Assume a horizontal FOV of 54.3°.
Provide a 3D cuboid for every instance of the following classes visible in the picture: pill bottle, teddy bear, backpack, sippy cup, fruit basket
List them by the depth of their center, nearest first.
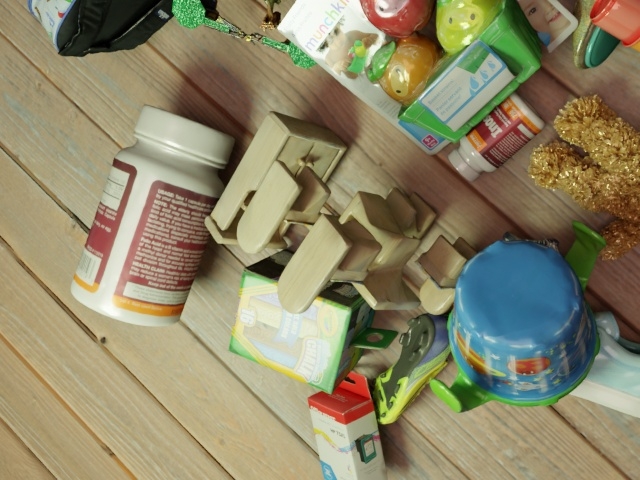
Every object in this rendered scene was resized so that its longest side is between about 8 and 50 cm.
[{"bbox_3d":[0.298,0.113,0.937,0.240,0.224,0.306,2,66,20],"label":"sippy cup"},{"bbox_3d":[0.152,-0.329,0.969,0.353,0.165,0.327,34,130,-17],"label":"fruit basket"},{"bbox_3d":[0.493,-0.085,0.972,0.338,0.113,0.245,49,117,6],"label":"teddy bear"},{"bbox_3d":[0.293,-0.172,1.049,0.086,0.086,0.152,49,115,6],"label":"pill bottle"},{"bbox_3d":[-0.431,-0.486,1.199,0.263,0.276,0.213,-44,79,32],"label":"backpack"},{"bbox_3d":[-0.322,-0.050,1.232,0.224,0.224,0.392,22,94,17],"label":"pill bottle"}]

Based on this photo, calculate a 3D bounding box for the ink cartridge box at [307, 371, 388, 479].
[{"bbox_3d":[0.050,0.381,1.256,0.134,0.078,0.231,1,105,57],"label":"ink cartridge box"}]

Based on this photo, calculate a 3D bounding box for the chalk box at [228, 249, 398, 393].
[{"bbox_3d":[0.000,0.158,1.200,0.288,0.180,0.179,20,109,19],"label":"chalk box"}]

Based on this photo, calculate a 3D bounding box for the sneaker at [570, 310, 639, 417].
[{"bbox_3d":[0.428,0.176,1.061,0.365,0.135,0.150,15,100,11],"label":"sneaker"}]

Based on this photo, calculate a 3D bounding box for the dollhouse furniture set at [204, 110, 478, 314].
[{"bbox_3d":[0.000,0.000,1.080,0.394,0.362,0.256,51,119,34],"label":"dollhouse furniture set"}]

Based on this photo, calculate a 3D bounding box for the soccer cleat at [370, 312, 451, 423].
[{"bbox_3d":[0.185,0.255,1.194,0.093,0.121,0.289,-114,37,-47],"label":"soccer cleat"}]

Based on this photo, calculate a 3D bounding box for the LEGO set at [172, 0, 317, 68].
[{"bbox_3d":[-0.089,-0.472,1.119,0.331,0.192,0.255,13,126,6],"label":"LEGO set"}]

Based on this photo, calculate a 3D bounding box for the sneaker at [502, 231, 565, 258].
[{"bbox_3d":[0.382,0.016,1.082,0.135,0.052,0.058,32,103,6],"label":"sneaker"}]

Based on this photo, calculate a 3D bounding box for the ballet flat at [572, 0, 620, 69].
[{"bbox_3d":[0.454,-0.428,0.918,0.123,0.123,0.349,33,113,13],"label":"ballet flat"}]

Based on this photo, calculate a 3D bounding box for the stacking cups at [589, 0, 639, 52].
[{"bbox_3d":[0.527,-0.261,0.861,0.316,0.096,0.096,26,113,-9],"label":"stacking cups"}]
